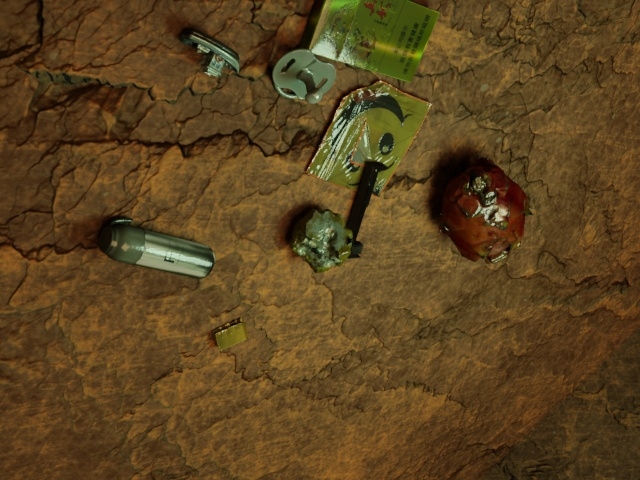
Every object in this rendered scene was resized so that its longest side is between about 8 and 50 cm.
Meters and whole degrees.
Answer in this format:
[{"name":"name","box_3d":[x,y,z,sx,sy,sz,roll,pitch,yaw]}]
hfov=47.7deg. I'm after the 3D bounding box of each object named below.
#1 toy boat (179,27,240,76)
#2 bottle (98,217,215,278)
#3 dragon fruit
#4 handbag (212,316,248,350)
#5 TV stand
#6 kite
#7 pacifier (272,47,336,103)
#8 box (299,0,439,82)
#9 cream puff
[{"name":"toy boat","box_3d":[-0.211,-0.355,1.398,0.140,0.059,0.066,20,93,-44]},{"name":"bottle","box_3d":[-0.343,0.016,1.537,0.253,0.079,0.096,16,70,-42]},{"name":"dragon fruit","box_3d":[0.444,-0.076,1.965,0.315,0.250,0.250,35,94,-30]},{"name":"handbag","box_3d":[-0.224,0.233,1.800,0.083,0.027,0.061,-21,129,-24]},{"name":"TV stand","box_3d":[0.109,-0.075,1.834,0.048,0.040,0.257,-3,121,-36]},{"name":"kite","box_3d":[0.125,-0.232,1.764,0.377,0.013,0.328,-28,132,-19]},{"name":"pacifier","box_3d":[-0.033,-0.328,1.517,0.126,0.117,0.150,-35,144,23]},{"name":"box","box_3d":[0.113,-0.462,1.584,0.311,0.043,0.173,6,115,-39]},{"name":"cream puff","box_3d":[-0.001,0.001,1.762,0.156,0.156,0.121,65,31,-42]}]
